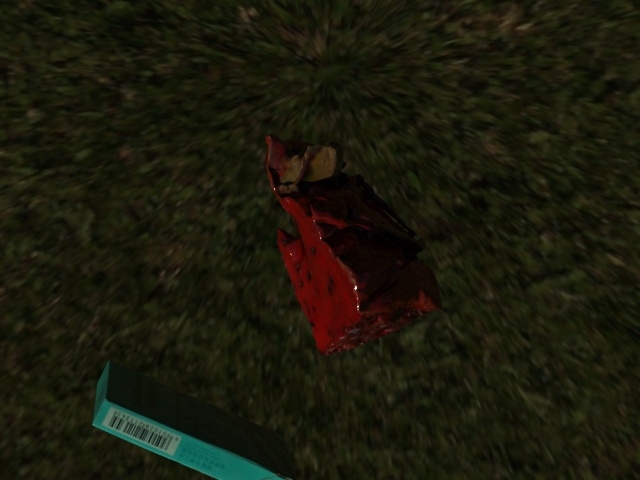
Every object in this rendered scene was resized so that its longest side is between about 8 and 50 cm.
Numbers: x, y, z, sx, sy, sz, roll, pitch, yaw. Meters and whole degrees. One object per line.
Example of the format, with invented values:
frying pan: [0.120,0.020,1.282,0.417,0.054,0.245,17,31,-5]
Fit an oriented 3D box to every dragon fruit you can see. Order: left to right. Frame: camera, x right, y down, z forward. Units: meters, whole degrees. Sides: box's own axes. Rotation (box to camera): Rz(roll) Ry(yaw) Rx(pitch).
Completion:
dragon fruit: [0.018,-0.007,1.346,0.092,0.122,0.192,-19,61,-23]

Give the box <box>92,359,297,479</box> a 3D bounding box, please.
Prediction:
box: [-0.139,0.211,1.849,0.226,0.161,0.042,25,98,-10]
